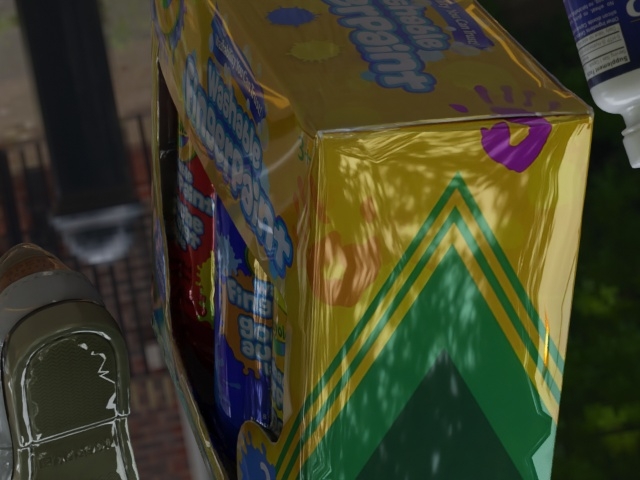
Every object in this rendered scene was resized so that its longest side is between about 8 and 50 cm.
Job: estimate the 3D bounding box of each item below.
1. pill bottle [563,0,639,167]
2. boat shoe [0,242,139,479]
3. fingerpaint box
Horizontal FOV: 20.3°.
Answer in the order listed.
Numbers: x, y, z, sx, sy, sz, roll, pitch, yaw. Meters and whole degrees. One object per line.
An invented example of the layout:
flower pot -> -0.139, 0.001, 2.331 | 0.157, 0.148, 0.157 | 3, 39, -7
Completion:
pill bottle -> 0.253, -0.157, 1.373 | 0.112, 0.187, 0.112 | -16, 177, -1
boat shoe -> -0.187, 0.134, 1.222 | 0.113, 0.103, 0.302 | -8, 133, -25
fingerpaint box -> 0.000, 0.000, 1.165 | 0.163, 0.371, 0.445 | -5, -151, -15
